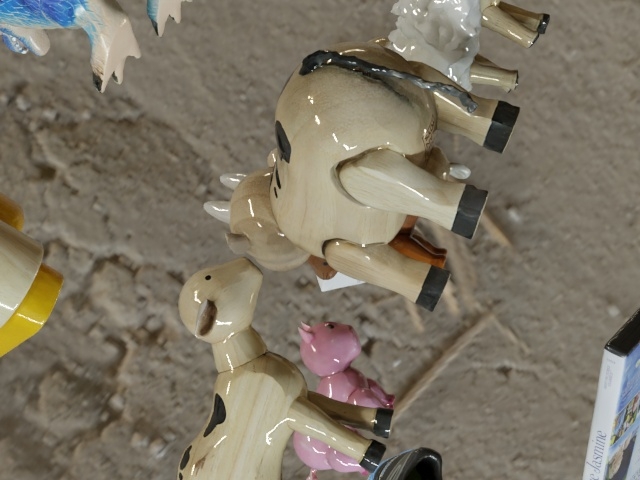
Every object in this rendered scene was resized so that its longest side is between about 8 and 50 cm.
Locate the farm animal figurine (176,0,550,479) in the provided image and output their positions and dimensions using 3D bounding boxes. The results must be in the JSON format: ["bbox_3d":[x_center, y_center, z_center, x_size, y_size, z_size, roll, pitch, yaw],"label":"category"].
[{"bbox_3d":[0.000,0.000,0.808,0.172,0.327,0.330,22,43,3],"label":"farm animal figurine"}]

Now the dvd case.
[{"bbox_3d":[0.278,0.138,1.063,0.022,0.253,0.180,26,45,31],"label":"dvd case"}]

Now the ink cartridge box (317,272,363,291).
[{"bbox_3d":[0.010,-0.028,1.153,0.052,0.088,0.122,-14,61,-13],"label":"ink cartridge box"}]

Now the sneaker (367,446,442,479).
[{"bbox_3d":[0.078,0.243,0.965,0.067,0.078,0.188,19,45,-28],"label":"sneaker"}]

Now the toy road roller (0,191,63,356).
[{"bbox_3d":[-0.427,0.003,1.441,0.202,0.329,0.241,33,54,-24],"label":"toy road roller"}]

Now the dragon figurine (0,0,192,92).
[{"bbox_3d":[-0.132,-0.156,0.523,0.144,0.289,0.085,25,56,14],"label":"dragon figurine"}]
